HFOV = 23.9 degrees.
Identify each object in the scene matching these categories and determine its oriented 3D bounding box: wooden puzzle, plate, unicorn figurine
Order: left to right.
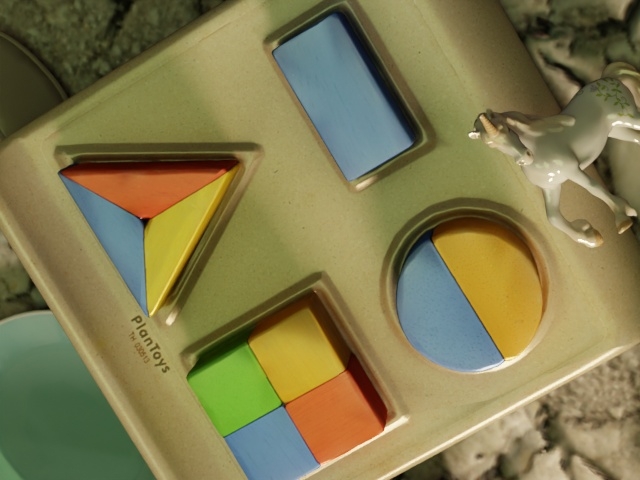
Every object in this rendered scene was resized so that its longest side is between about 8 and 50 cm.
[{"bbox_3d":[-0.187,0.138,1.115,0.188,0.024,0.188,3,104,14],"label":"plate"},{"bbox_3d":[0.000,0.000,0.957,0.347,0.080,0.322,-31,95,6],"label":"wooden puzzle"},{"bbox_3d":[0.156,-0.056,0.921,0.111,0.162,0.060,50,139,-1],"label":"unicorn figurine"}]

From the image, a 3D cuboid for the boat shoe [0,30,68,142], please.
[{"bbox_3d":[-0.197,-0.049,1.044,0.065,0.075,0.206,-33,91,42],"label":"boat shoe"}]
